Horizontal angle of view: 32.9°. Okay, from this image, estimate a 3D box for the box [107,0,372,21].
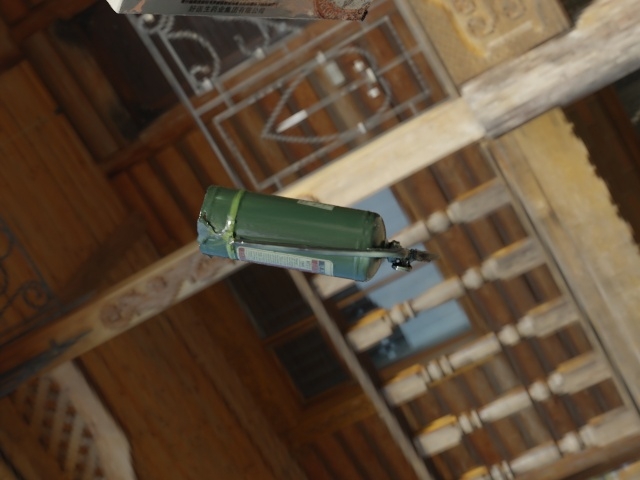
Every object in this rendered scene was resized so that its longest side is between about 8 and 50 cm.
[{"bbox_3d":[-0.045,-0.335,1.146,0.353,0.214,0.069,-11,-126,-43],"label":"box"}]

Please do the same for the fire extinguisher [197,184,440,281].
[{"bbox_3d":[0.000,0.000,1.334,0.118,0.294,0.093,-8,-72,-82],"label":"fire extinguisher"}]
